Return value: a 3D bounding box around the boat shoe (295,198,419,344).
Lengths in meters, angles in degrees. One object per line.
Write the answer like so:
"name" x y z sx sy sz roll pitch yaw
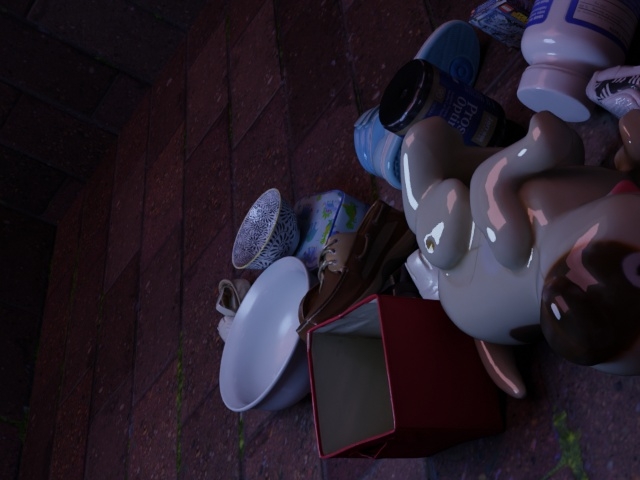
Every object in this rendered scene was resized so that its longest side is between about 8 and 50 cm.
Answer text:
"boat shoe" 0.048 0.046 1.817 0.324 0.120 0.122 -46 0 -44

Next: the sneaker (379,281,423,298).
"sneaker" 0.080 0.187 1.802 0.267 0.101 0.106 -54 29 23

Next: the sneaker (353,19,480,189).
"sneaker" 0.158 -0.254 2.029 0.319 0.127 0.208 -65 26 -2

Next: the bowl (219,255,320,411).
"bowl" -0.053 0.188 2.021 0.298 0.134 0.298 -44 32 38

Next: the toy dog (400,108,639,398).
"toy dog" 0.286 0.026 1.342 0.408 0.284 0.395 -154 75 -65

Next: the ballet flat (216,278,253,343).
"ballet flat" -0.184 0.168 2.361 0.086 0.086 0.248 -51 28 27

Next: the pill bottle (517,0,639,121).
"pill bottle" 0.380 -0.317 1.615 0.152 0.152 0.272 3 70 64

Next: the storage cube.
"storage cube" 0.114 0.198 1.560 0.184 0.193 0.215 -33 58 49

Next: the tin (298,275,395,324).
"tin" 0.044 0.101 1.889 0.190 0.106 0.040 -37 -9 -28

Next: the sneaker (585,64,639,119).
"sneaker" 0.488 -0.216 1.338 0.210 0.137 0.366 -63 29 1

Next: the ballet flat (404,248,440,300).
"ballet flat" 0.191 0.009 1.717 0.116 0.124 0.342 -39 35 44

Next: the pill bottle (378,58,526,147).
"pill bottle" 0.210 -0.185 1.745 0.123 0.219 0.123 -45 31 37

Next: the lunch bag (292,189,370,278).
"lunch bag" 0.000 0.000 2.144 0.219 0.090 0.176 -7 60 62

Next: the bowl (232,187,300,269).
"bowl" -0.091 -0.007 2.127 0.170 0.080 0.170 -45 29 34

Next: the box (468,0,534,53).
"box" 0.319 -0.343 1.778 0.094 0.137 0.027 -18 52 57
